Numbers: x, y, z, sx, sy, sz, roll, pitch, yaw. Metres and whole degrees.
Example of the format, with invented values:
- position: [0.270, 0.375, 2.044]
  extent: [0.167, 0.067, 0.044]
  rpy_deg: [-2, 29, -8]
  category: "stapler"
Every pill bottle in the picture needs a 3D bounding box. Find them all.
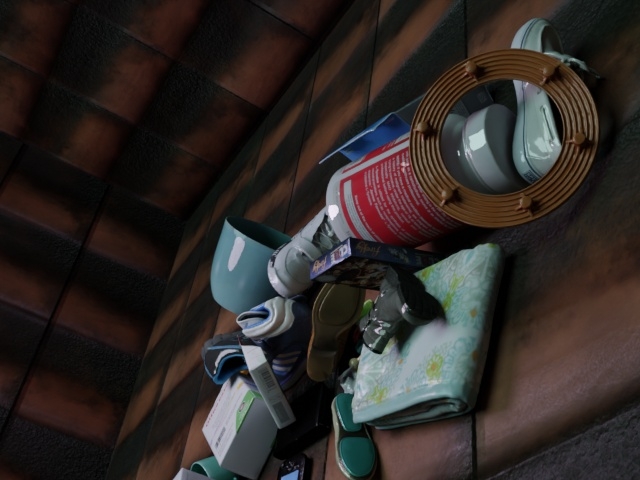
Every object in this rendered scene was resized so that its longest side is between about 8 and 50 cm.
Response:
- position: [0.223, -0.118, 1.597]
  extent: [0.408, 0.229, 0.229]
  rpy_deg: [-24, 41, 42]
  category: "pill bottle"

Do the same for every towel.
- position: [0.198, 0.195, 1.515]
  extent: [0.374, 0.090, 0.320]
  rpy_deg: [-32, 36, 56]
  category: "towel"

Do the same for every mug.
- position: [-0.270, 0.653, 2.086]
  extent: [0.158, 0.097, 0.129]
  rpy_deg: [39, 127, 42]
  category: "mug"

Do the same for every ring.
- position: [0.317, -0.187, 1.378]
  extent: [0.337, 0.032, 0.336]
  rpy_deg: [-6, 76, 23]
  category: "ring"

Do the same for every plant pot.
- position: [-0.190, 0.096, 2.301]
  extent: [0.235, 0.293, 0.293]
  rpy_deg: [-66, 18, 10]
  category: "plant pot"

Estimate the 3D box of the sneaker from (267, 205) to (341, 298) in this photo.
- position: [0.000, 0.000, 2.098]
  extent: [0.210, 0.137, 0.366]
  rpy_deg: [-44, 4, 39]
  category: "sneaker"

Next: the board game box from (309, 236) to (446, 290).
- position: [0.122, 0.058, 1.653]
  extent: [0.165, 0.243, 0.042]
  rpy_deg: [-37, 50, 53]
  category: "board game box"

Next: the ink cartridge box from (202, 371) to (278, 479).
- position: [-0.210, 0.495, 2.124]
  extent: [0.201, 0.117, 0.278]
  rpy_deg: [-64, 19, -3]
  category: "ink cartridge box"

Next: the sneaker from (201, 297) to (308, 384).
- position: [-0.172, 0.289, 2.187]
  extent: [0.341, 0.125, 0.139]
  rpy_deg: [-33, 33, 4]
  category: "sneaker"

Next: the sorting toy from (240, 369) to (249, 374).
- position: [-0.182, 0.298, 2.443]
  extent: [0.307, 0.041, 0.229]
  rpy_deg: [-55, 25, 22]
  category: "sorting toy"

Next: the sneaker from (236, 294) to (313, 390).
- position: [-0.133, 0.262, 2.051]
  extent: [0.323, 0.236, 0.130]
  rpy_deg: [-46, 25, 39]
  category: "sneaker"

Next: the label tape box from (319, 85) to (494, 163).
- position: [0.199, -0.251, 1.810]
  extent: [0.348, 0.115, 0.249]
  rpy_deg: [-36, 5, -31]
  category: "label tape box"

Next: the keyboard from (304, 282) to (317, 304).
- position: [-0.030, 0.118, 2.304]
  extent: [0.108, 0.023, 0.180]
  rpy_deg: [-16, 51, 64]
  category: "keyboard"

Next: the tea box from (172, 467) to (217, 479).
- position: [-0.327, 0.801, 1.870]
  extent: [0.323, 0.220, 0.329]
  rpy_deg: [-53, 21, 24]
  category: "tea box"

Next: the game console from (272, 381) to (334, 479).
- position: [-0.054, 0.517, 1.809]
  extent: [0.213, 0.044, 0.361]
  rpy_deg: [-45, 27, 42]
  category: "game console"

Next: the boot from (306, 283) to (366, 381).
- position: [0.042, 0.181, 1.842]
  extent: [0.220, 0.109, 0.283]
  rpy_deg: [-52, -25, -79]
  category: "boot"

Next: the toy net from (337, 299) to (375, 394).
- position: [0.079, 0.252, 1.810]
  extent: [0.122, 0.045, 0.232]
  rpy_deg: [-13, 53, 65]
  category: "toy net"

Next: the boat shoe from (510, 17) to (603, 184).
- position: [0.444, -0.289, 1.445]
  extent: [0.156, 0.136, 0.367]
  rpy_deg: [-31, 41, 52]
  category: "boat shoe"

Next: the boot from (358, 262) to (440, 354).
- position: [0.144, 0.155, 1.493]
  extent: [0.161, 0.083, 0.246]
  rpy_deg: [-64, 12, 12]
  category: "boot"

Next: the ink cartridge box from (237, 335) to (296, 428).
- position: [-0.136, 0.339, 1.939]
  extent: [0.056, 0.181, 0.224]
  rpy_deg: [-26, 19, -3]
  category: "ink cartridge box"

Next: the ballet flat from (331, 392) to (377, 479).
- position: [0.065, 0.421, 1.600]
  extent: [0.086, 0.086, 0.248]
  rpy_deg: [-54, 20, 24]
  category: "ballet flat"
